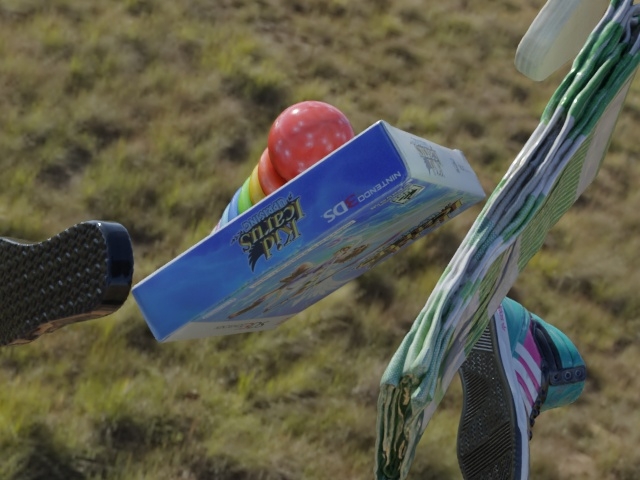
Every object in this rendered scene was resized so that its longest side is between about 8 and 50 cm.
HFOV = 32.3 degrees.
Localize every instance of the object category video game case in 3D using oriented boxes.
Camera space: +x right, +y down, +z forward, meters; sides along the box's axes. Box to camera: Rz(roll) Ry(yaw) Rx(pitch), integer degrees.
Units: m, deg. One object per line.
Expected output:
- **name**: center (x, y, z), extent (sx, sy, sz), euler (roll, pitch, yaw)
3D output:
- **video game case**: center (0.000, 0.000, 1.017), extent (0.061, 0.270, 0.244), euler (61, 19, 12)

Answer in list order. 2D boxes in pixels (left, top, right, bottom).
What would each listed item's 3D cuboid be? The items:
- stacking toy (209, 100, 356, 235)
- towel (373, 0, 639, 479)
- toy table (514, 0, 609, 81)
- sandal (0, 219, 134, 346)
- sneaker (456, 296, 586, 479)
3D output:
- **stacking toy**: center (-0.037, -0.045, 1.213), extent (0.141, 0.330, 0.141), euler (7, 60, -12)
- **towel**: center (0.133, 0.011, 0.772), extent (0.038, 0.248, 0.324), euler (29, 69, 14)
- **toy table**: center (0.254, -0.241, 0.851), extent (0.252, 0.161, 0.274), euler (-26, 56, -13)
- **sandal**: center (-0.386, 0.070, 1.609), extent (0.107, 0.167, 0.446), euler (7, -10, -42)
- **sneaker**: center (0.262, 0.212, 1.419), extent (0.178, 0.124, 0.295), euler (17, 58, -33)
